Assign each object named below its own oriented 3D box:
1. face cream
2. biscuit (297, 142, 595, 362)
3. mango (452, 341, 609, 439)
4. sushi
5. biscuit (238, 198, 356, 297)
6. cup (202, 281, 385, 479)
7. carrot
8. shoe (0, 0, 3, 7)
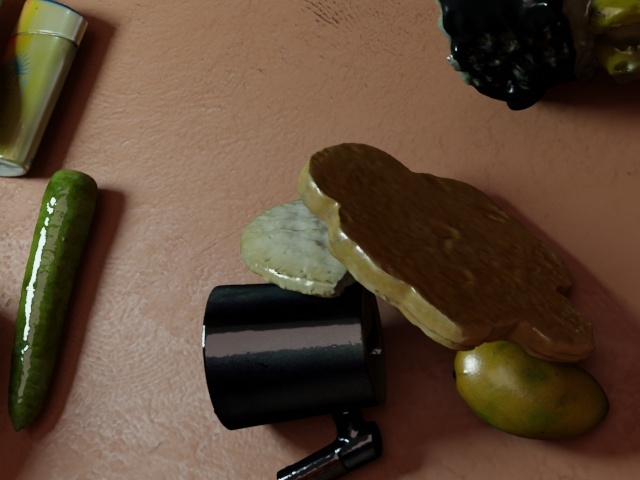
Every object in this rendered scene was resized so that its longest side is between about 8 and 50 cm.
[{"bbox_3d":[-0.437,-0.234,1.473,0.139,0.067,0.285,4,68,31],"label":"face cream"},{"bbox_3d":[0.137,0.013,1.084,0.376,0.269,0.051,39,126,22],"label":"biscuit"},{"bbox_3d":[0.219,0.157,1.057,0.163,0.089,0.111,38,78,23],"label":"mango"},{"bbox_3d":[0.288,-0.338,1.127,0.285,0.328,0.328,-3,61,24],"label":"sushi"},{"bbox_3d":[0.000,0.000,1.156,0.188,0.040,0.265,-9,23,-11],"label":"biscuit"},{"bbox_3d":[-0.017,0.156,1.134,0.177,0.239,0.166,-7,23,10],"label":"cup"},{"bbox_3d":[-0.361,0.074,1.313,0.074,0.074,0.358,1,70,20],"label":"carrot"},{"bbox_3d":[-0.551,-0.262,1.467,0.160,0.132,0.363,-47,36,41],"label":"shoe"}]
